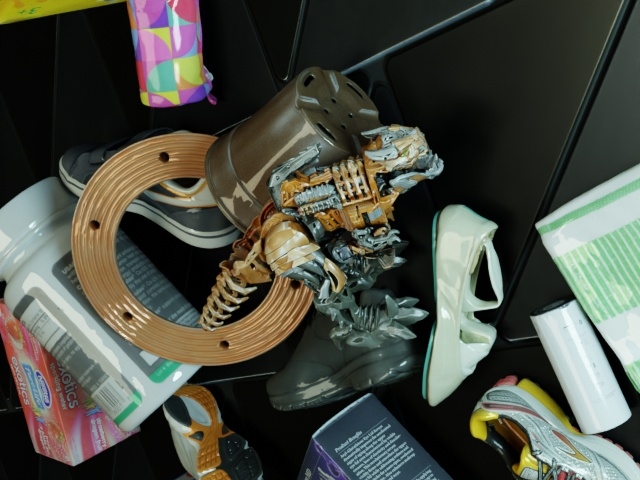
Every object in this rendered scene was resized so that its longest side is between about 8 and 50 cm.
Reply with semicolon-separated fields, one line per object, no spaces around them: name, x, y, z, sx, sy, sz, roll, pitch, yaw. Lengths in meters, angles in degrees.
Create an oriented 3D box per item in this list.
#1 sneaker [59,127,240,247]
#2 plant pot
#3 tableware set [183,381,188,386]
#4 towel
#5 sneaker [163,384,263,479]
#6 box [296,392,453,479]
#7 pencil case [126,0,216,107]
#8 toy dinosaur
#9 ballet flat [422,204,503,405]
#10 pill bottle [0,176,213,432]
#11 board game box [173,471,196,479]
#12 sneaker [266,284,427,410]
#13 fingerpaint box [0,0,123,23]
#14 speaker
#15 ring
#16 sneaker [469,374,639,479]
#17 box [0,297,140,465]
sneaker;-0.245;-0.105;1.359;0.321;0.126;0.127;21;128;26
plant pot;-0.022;-0.104;1.110;0.165;0.167;0.167;-41;77;39
tableware set;-0.279;0.178;1.590;0.128;0.039;0.194;-8;108;32
towel;0.363;0.074;0.871;0.248;0.038;0.325;-36;81;47
sneaker;-0.164;0.349;1.493;0.262;0.099;0.121;53;150;42
box;0.079;0.326;1.213;0.207;0.108;0.153;44;146;23
pencil case;-0.201;-0.290;1.248;0.104;0.104;0.236;15;120;42
toy dinosaur;0.000;0.000;1.047;0.322;0.164;0.218;-21;130;37
ballet flat;0.160;0.082;1.062;0.086;0.086;0.248;21;121;39
pill bottle;-0.336;0.091;1.428;0.361;0.204;0.204;47;137;0
board game box;-0.107;0.544;1.545;0.302;0.086;0.308;-4;105;47
sneaker;0.023;0.139;1.225;0.286;0.109;0.130;-29;75;45
fingerpaint box;-0.030;-0.351;0.773;0.371;0.445;0.163;-20;94;48
speaker;0.268;0.128;0.982;0.055;0.055;0.136;-25;90;49
ring;-0.164;0.016;1.269;0.336;0.032;0.337;2;112;5
sneaker;0.254;0.245;1.022;0.225;0.092;0.088;36;131;29
box;-0.452;0.228;1.711;0.142;0.154;0.300;2;108;45
